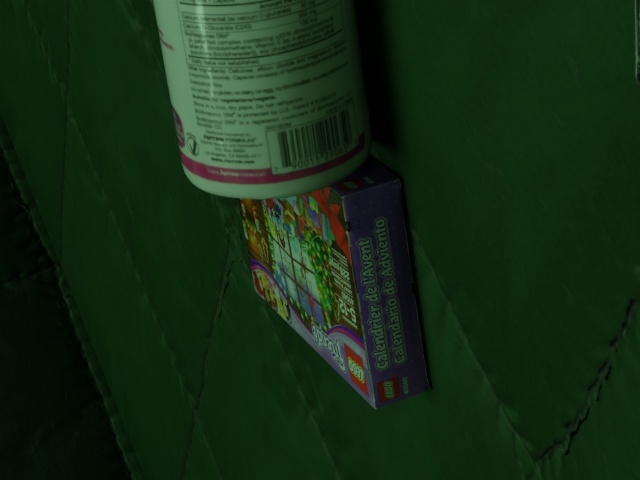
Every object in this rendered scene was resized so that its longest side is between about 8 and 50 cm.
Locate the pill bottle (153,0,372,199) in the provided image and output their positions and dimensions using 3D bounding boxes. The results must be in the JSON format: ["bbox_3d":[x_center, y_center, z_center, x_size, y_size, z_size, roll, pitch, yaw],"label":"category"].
[{"bbox_3d":[-0.052,-0.190,1.522,0.160,0.160,0.283,-137,35,-58],"label":"pill bottle"}]

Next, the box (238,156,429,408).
[{"bbox_3d":[0.000,0.000,1.710,0.293,0.057,0.201,-140,36,-60],"label":"box"}]

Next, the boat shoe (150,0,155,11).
[{"bbox_3d":[-0.161,-0.310,1.911,0.190,0.068,0.072,90,167,-44],"label":"boat shoe"}]

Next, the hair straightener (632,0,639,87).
[{"bbox_3d":[0.171,-0.190,1.024,0.089,0.047,0.230,-157,53,-68],"label":"hair straightener"}]
